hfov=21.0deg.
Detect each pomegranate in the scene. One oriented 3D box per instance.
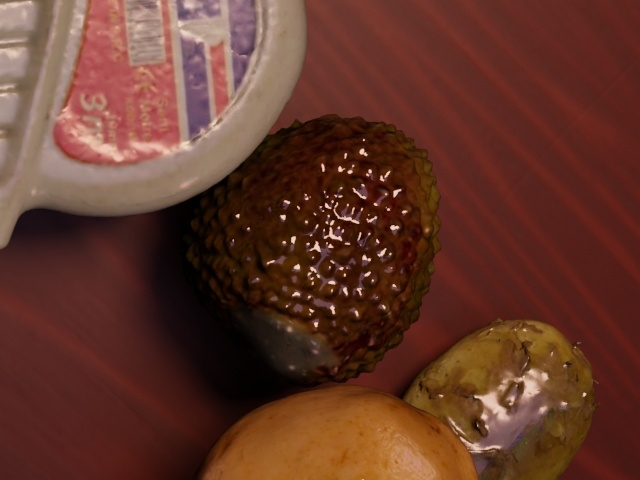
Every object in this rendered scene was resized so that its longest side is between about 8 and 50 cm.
[{"bbox_3d":[0.001,0.177,0.990,0.196,0.196,0.196,-3,98,-21],"label":"pomegranate"}]

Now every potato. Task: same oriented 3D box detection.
[{"bbox_3d":[0.090,0.145,1.130,0.225,0.090,0.117,-44,95,-6],"label":"potato"}]

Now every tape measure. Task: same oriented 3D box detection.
[{"bbox_3d":[-0.135,-0.127,0.989,0.246,0.125,0.243,-7,102,-18],"label":"tape measure"}]

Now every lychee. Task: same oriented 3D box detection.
[{"bbox_3d":[0.000,0.000,1.046,0.171,0.171,0.171,-3,98,-21],"label":"lychee"}]
